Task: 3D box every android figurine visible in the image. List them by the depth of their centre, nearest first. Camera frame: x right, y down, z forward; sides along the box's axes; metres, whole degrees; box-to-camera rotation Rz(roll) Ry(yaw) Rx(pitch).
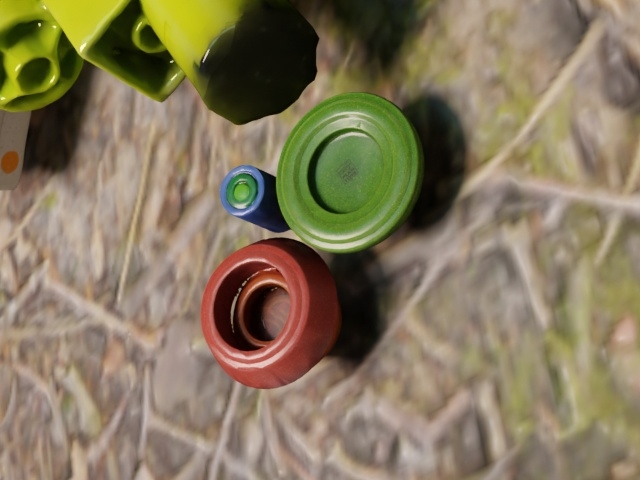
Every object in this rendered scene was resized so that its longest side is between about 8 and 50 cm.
[{"bbox_3d":[-0.051,-0.163,0.677,0.248,0.056,0.273,-46,48,14],"label":"android figurine"}]

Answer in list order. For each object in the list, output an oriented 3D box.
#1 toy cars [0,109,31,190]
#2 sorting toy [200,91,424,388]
[{"bbox_3d":[-0.237,-0.032,0.881,0.394,0.087,0.176,-33,68,37],"label":"toy cars"},{"bbox_3d":[0.000,0.000,0.620,0.061,0.042,0.102,41,101,31],"label":"sorting toy"}]
